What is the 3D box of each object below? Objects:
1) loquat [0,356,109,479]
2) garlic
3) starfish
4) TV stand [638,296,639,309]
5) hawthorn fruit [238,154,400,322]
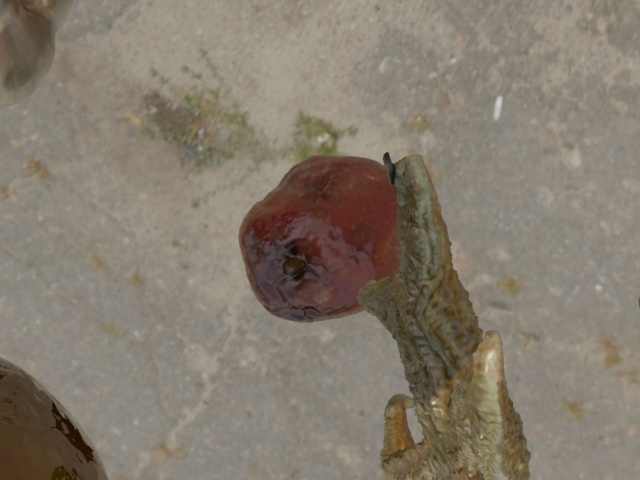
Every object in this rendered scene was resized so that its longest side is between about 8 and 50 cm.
[{"bbox_3d":[-0.241,0.180,0.527,0.283,0.276,0.276,20,132,8],"label":"loquat"},{"bbox_3d":[-0.270,-0.200,0.905,0.099,0.175,0.124,-7,137,37],"label":"garlic"},{"bbox_3d":[0.068,0.086,0.553,0.060,0.299,0.302,-7,143,-4],"label":"starfish"},{"bbox_3d":[0.244,0.072,0.404,0.249,0.036,0.042,28,113,0],"label":"TV stand"},{"bbox_3d":[0.003,-0.002,0.994,0.173,0.179,0.174,28,126,47],"label":"hawthorn fruit"}]
